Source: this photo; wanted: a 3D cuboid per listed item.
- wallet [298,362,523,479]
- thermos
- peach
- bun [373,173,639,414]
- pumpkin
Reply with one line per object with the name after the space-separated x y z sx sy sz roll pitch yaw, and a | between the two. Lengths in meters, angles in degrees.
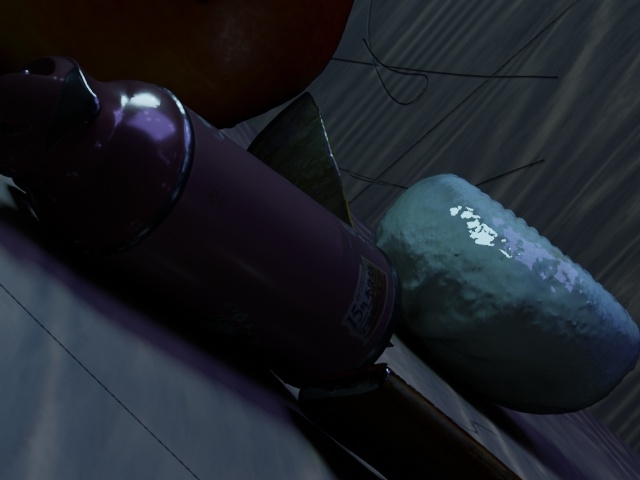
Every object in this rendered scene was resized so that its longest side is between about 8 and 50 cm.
0.097 0.164 1.207 0.255 0.031 0.137 42 -19 -16 | wallet
-0.088 -0.022 1.171 0.330 0.109 0.136 36 7 -48 | thermos
-0.132 -0.258 1.524 0.388 0.388 0.388 40 4 -3 | peach
0.207 0.079 2.248 0.354 0.194 0.354 38 2 -2 | bun
-0.018 -0.001 1.537 0.217 0.110 0.217 159 -90 -83 | pumpkin
